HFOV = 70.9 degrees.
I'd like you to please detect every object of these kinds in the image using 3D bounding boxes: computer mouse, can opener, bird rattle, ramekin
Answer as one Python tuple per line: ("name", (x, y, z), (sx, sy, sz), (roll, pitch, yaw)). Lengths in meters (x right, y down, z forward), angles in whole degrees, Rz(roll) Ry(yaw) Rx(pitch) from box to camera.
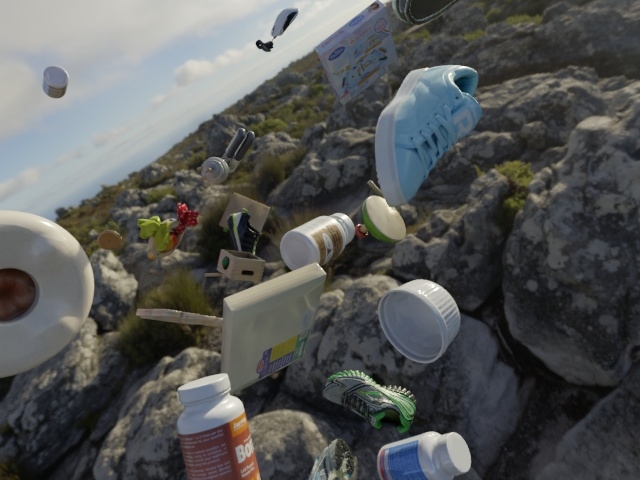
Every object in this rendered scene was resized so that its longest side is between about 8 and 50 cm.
("computer mouse", (-0.153, -0.756, 1.592), (0.193, 0.042, 0.106), (-51, 41, 6))
("can opener", (-0.345, -0.332, 1.807), (0.283, 0.075, 0.095), (-38, 46, 53))
("bird rattle", (-0.587, -0.032, 1.728), (0.207, 0.143, 0.253), (-65, -8, 27))
("ramekin", (0.262, 0.201, 1.170), (0.109, 0.207, 0.207), (-25, 15, -36))

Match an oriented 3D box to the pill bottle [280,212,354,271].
("pill bottle", (0.000, 0.000, 1.327), (0.131, 0.131, 0.229), (-11, 12, 40))

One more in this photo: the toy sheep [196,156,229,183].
("toy sheep", (-0.329, -0.216, 1.393), (0.091, 0.091, 0.132), (-28, 10, 9))

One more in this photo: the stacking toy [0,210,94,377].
("stacking toy", (-0.799, 0.096, 1.063), (0.479, 0.351, 0.350), (7, 42, 41))

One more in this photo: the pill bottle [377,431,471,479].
("pill bottle", (0.261, 0.560, 1.140), (0.221, 0.124, 0.124), (-37, 14, 38))

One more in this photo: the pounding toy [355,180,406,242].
("pounding toy", (0.193, -0.067, 1.562), (0.110, 0.182, 0.237), (-42, 24, 37))

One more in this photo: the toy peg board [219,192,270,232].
("toy peg board", (-0.311, -0.084, 1.832), (0.079, 0.160, 0.161), (126, 164, -59))

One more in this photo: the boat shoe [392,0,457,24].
("boat shoe", (0.231, -0.429, 0.634), (0.305, 0.109, 0.091), (-41, 46, 26))

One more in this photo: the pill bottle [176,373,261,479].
("pill bottle", (-0.186, 0.359, 0.805), (0.121, 0.216, 0.121), (-14, -4, -1))

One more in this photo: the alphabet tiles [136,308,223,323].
("alphabet tiles", (-0.353, 0.218, 1.253), (0.277, 0.284, 0.021), (-6, 71, 37))

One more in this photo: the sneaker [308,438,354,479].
("sneaker", (0.017, 0.673, 1.194), (0.122, 0.110, 0.283), (-38, 9, 21))

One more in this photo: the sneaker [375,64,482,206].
("sneaker", (0.205, -0.213, 0.814), (0.150, 0.135, 0.366), (-3, 50, 34))

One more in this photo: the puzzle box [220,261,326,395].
("puzzle box", (-0.140, 0.253, 1.231), (0.272, 0.409, 0.052), (-20, 53, -32))

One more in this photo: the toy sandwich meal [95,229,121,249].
("toy sandwich meal", (-0.727, -0.003, 1.551), (0.085, 0.086, 0.029), (-29, 30, 4))

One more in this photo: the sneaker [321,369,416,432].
("sneaker", (0.168, 0.569, 1.591), (0.343, 0.134, 0.146), (13, 27, 8))

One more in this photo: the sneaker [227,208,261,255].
("sneaker", (-0.250, 0.005, 1.578), (0.097, 0.235, 0.084), (-15, 18, 0))

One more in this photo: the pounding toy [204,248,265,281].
("pounding toy", (-0.279, 0.090, 1.457), (0.141, 0.100, 0.130), (9, 8, -38))

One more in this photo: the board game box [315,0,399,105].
("board game box", (0.165, -0.784, 1.910), (0.318, 0.318, 0.066), (-37, 61, 1))

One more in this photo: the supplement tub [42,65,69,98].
("supplement tub", (-0.829, -0.494, 1.406), (0.071, 0.071, 0.107), (-44, 19, -29))
